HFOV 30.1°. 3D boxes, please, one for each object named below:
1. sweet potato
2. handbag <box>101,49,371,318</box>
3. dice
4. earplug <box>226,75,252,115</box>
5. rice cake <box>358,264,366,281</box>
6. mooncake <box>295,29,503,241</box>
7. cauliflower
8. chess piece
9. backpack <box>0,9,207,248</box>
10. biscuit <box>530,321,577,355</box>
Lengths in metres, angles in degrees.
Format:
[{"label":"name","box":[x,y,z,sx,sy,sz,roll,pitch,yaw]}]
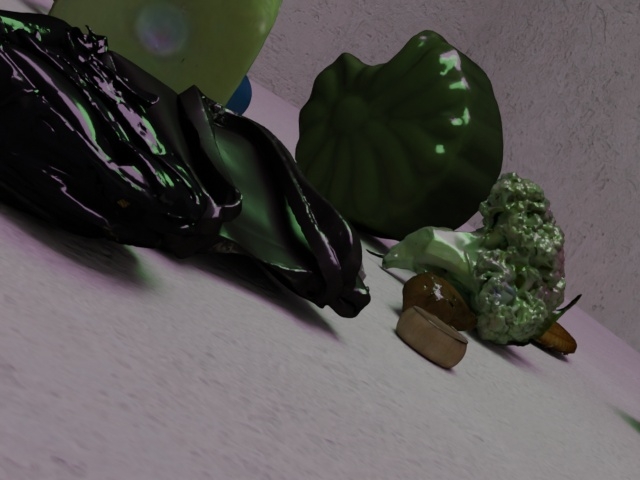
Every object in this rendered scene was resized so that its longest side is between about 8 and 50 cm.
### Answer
[{"label":"sweet potato","box":[0.149,0.081,1.521,0.081,0.062,0.233,53,9,16]},{"label":"handbag","box":[-0.091,-0.044,1.124,0.285,0.113,0.257,28,17,-38]},{"label":"dice","box":[-0.214,-0.292,1.556,0.252,0.254,0.250,31,8,-16]},{"label":"earplug","box":[-0.185,-0.260,1.989,0.132,0.132,0.273,35,4,8]},{"label":"rice cake","box":[-0.001,0.001,1.416,0.055,0.049,0.270,46,2,-21]},{"label":"mooncake","box":[0.123,-0.165,1.948,0.351,0.351,0.187,40,10,35]},{"label":"cauliflower","box":[0.227,0.035,1.736,0.316,0.239,0.256,14,53,-12]},{"label":"chess piece","box":[0.124,0.107,1.328,0.084,0.038,0.083,31,8,-5]},{"label":"backpack","box":[-0.194,-0.081,0.887,0.258,0.133,0.206,43,12,10]},{"label":"biscuit","box":[0.332,0.115,2.145,0.305,0.038,0.305,33,9,-6]}]
